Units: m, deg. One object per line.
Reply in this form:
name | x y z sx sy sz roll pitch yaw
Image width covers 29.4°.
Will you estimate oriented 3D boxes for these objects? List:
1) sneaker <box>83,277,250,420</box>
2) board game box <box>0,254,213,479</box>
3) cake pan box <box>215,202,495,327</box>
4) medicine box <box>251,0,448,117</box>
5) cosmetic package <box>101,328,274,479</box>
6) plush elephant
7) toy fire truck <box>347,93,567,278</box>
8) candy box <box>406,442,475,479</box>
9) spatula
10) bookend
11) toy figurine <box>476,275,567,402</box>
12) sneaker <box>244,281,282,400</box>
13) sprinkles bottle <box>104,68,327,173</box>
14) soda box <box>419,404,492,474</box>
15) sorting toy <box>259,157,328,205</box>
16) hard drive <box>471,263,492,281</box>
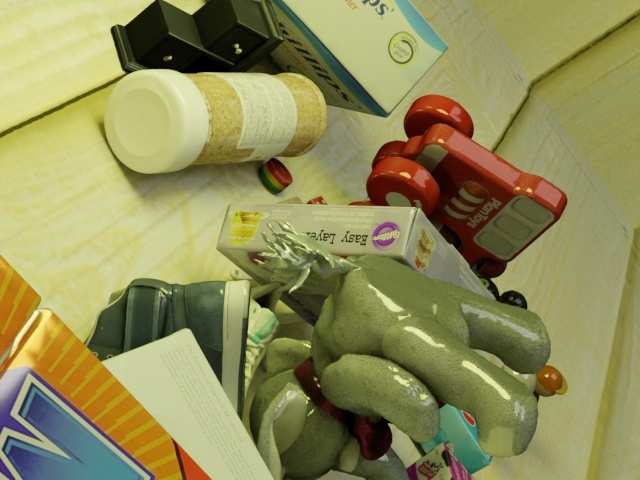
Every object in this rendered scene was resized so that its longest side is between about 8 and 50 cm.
sneaker | -0.155 0.144 1.211 0.086 0.163 0.226 -100 -167 -76
board game box | -0.307 0.199 0.551 0.356 0.356 0.356 49 27 -15
cake pan box | 0.048 0.040 1.419 0.267 0.245 0.070 44 57 -53
medicine box | 0.000 -0.333 1.797 0.263 0.149 0.289 44 -8 -26
cosmetic package | -0.161 0.220 1.039 0.224 0.138 0.224 60 27 7
plush elephant | 0.041 0.161 1.230 0.330 0.255 0.272 26 20 -1
toy fire truck | 0.183 -0.043 1.751 0.254 0.302 0.169 33 57 -2
candy box | 0.207 0.386 1.528 0.233 0.071 0.159 51 9 -14
spatula | -0.031 0.097 1.559 0.242 0.019 0.168 3 63 -59
bookend | -0.158 -0.269 1.589 0.156 0.157 0.072 20 43 -52
toy figurine | 0.258 0.167 1.828 0.209 0.148 0.213 13 49 -56
sneaker | -0.087 0.114 1.343 0.080 0.094 0.212 47 27 -23
sprinkles bottle | -0.121 -0.156 1.551 0.121 0.121 0.355 61 28 9
soda box | 0.151 0.223 1.657 0.210 0.071 0.067 58 18 3
sorting toy | 0.000 0.000 1.646 0.274 0.046 0.132 54 20 5
hard drive | 0.187 -0.010 2.018 0.255 0.054 0.172 61 26 9
